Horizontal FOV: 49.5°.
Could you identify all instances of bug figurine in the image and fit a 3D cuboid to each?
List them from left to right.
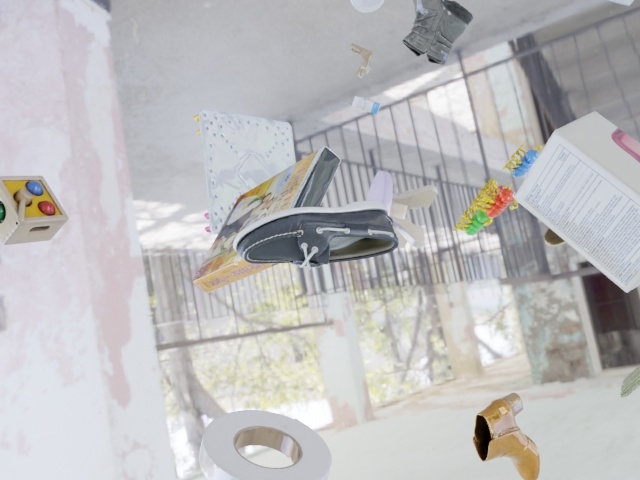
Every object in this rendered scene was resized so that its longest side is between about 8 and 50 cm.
[{"bbox_3d":[0.428,-0.110,1.653,0.279,0.072,0.216,-47,176,-41],"label":"bug figurine"}]

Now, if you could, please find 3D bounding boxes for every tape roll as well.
[{"bbox_3d":[-0.160,0.630,2.036,0.391,0.072,0.392,13,-165,-4],"label":"tape roll"}]

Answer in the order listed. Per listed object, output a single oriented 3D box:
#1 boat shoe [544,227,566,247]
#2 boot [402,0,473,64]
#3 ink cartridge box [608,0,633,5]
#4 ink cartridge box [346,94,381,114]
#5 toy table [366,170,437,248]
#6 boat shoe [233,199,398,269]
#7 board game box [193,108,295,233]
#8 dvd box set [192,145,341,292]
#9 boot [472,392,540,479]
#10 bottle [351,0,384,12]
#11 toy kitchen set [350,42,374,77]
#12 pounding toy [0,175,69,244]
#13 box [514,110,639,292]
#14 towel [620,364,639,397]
[{"bbox_3d":[0.483,-0.023,1.328,0.135,0.050,0.045,-32,143,-13],"label":"boat shoe"},{"bbox_3d":[0.259,-0.575,1.794,0.161,0.246,0.083,-55,-175,11],"label":"boot"},{"bbox_3d":[0.487,-0.535,1.204,0.078,0.231,0.134,-7,143,-38],"label":"ink cartridge box"},{"bbox_3d":[0.108,-0.346,1.754,0.083,0.028,0.048,19,-164,3],"label":"ink cartridge box"},{"bbox_3d":[0.234,-0.084,2.131,0.160,0.274,0.252,17,143,-11],"label":"toy table"},{"bbox_3d":[0.000,0.000,1.221,0.302,0.091,0.114,-14,152,-19],"label":"boat shoe"},{"bbox_3d":[-0.229,-0.210,2.254,0.050,0.390,0.389,-12,172,42],"label":"board game box"},{"bbox_3d":[-0.143,-0.043,1.734,0.062,0.308,0.420,38,148,-22],"label":"dvd box set"},{"bbox_3d":[0.537,0.611,2.040,0.211,0.295,0.104,-18,-173,-42],"label":"boot"},{"bbox_3d":[0.081,-0.576,1.394,0.118,0.283,0.092,23,138,-34],"label":"bottle"},{"bbox_3d":[0.121,-0.565,2.200,0.075,0.083,0.068,27,-174,13],"label":"toy kitchen set"},{"bbox_3d":[-0.557,-0.059,1.301,0.100,0.130,0.141,-42,166,24],"label":"pounding toy"},{"bbox_3d":[0.445,-0.063,1.062,0.126,0.232,0.149,-25,150,-35],"label":"box"},{"bbox_3d":[0.919,0.389,1.997,0.148,0.027,0.110,-56,165,24],"label":"towel"}]
